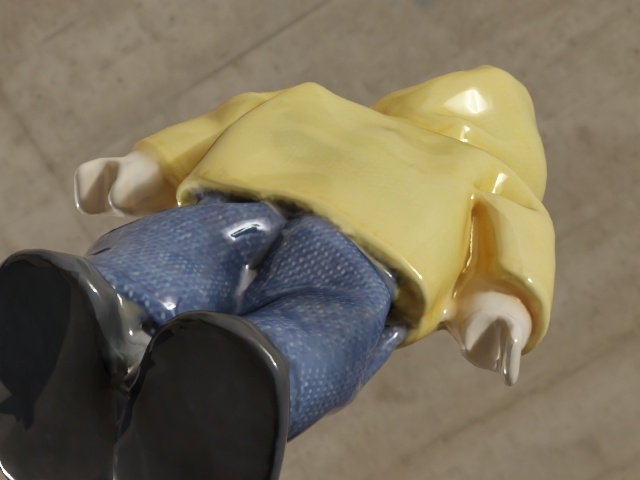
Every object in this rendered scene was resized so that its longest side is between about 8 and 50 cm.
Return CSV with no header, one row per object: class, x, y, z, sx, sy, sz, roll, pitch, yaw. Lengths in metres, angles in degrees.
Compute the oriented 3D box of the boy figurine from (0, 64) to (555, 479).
boy figurine,0.000,0.000,0.545,0.177,0.092,0.285,18,25,20
